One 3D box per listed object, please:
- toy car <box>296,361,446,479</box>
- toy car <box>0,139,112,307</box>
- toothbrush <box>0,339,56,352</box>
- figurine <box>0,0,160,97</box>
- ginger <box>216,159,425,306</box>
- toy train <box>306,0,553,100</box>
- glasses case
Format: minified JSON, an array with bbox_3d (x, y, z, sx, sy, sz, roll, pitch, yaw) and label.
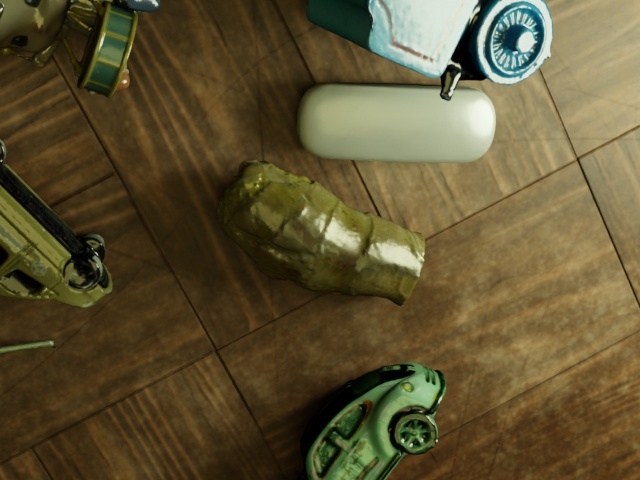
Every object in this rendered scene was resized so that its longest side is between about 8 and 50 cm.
[{"bbox_3d":[0.031,0.264,1.494,0.125,0.136,0.306,38,97,-4],"label":"toy car"},{"bbox_3d":[-0.349,-0.011,1.361,0.124,0.101,0.256,-40,107,7],"label":"toy car"},{"bbox_3d":[-0.454,0.139,1.420,0.294,0.026,0.028,-4,91,-9],"label":"toothbrush"},{"bbox_3d":[-0.311,-0.248,1.271,0.275,0.158,0.161,15,128,-14],"label":"figurine"},{"bbox_3d":[0.000,0.000,1.430,0.263,0.116,0.109,22,140,-20],"label":"ginger"},{"bbox_3d":[0.136,-0.312,1.302,0.265,0.188,0.300,17,102,-36],"label":"toy train"},{"bbox_3d":[0.089,-0.137,1.430,0.233,0.059,0.092,-1,107,-11],"label":"glasses case"}]
